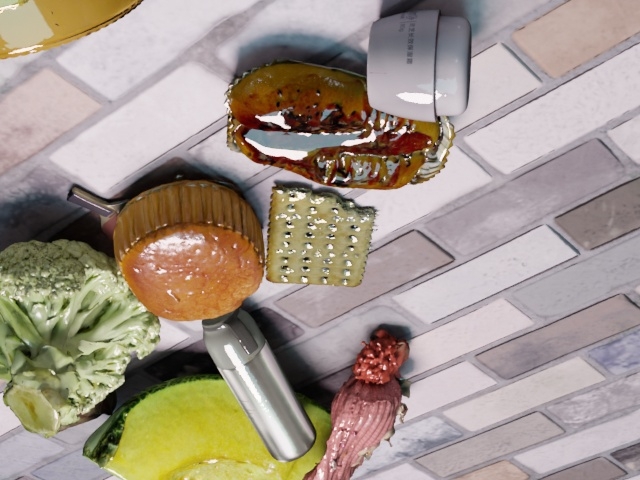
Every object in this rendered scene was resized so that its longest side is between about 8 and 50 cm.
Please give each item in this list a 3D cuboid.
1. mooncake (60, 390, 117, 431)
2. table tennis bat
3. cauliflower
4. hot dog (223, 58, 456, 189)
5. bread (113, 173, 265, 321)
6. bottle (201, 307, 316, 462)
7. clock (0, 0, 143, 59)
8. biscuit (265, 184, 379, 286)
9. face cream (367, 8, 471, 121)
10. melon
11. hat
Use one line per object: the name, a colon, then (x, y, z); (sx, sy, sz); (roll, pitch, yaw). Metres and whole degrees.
mooncake: (-0.381, 0.236, 1.819); (0.125, 0.073, 0.130); (-15, 141, 15)
table tennis bat: (-0.250, -0.029, 1.530); (0.158, 0.014, 0.095); (26, 135, -32)
cauliflower: (-0.353, 0.142, 1.557); (0.272, 0.250, 0.275); (-27, 130, 27)
hot dog: (0.017, -0.123, 1.358); (0.271, 0.081, 0.162); (10, 142, -14)
bread: (-0.162, 0.019, 1.506); (0.199, 0.104, 0.199); (-6, 141, -5)
bottle: (-0.085, 0.204, 1.710); (0.096, 0.079, 0.253); (15, 137, 57)
clock: (-0.312, -0.260, 1.064); (0.317, 0.244, 0.200); (-7, 126, 3)
biscuit: (0.000, -0.001, 1.564); (0.144, 0.016, 0.203); (4, 142, -5)
face cream: (0.105, -0.183, 1.254); (0.104, 0.117, 0.117); (3, 142, 10)
melon: (-0.183, 0.325, 1.821); (0.331, 0.226, 0.343); (-33, 123, 30)
hat: (0.066, 0.263, 1.766); (0.107, 0.237, 0.286); (25, 111, 15)
